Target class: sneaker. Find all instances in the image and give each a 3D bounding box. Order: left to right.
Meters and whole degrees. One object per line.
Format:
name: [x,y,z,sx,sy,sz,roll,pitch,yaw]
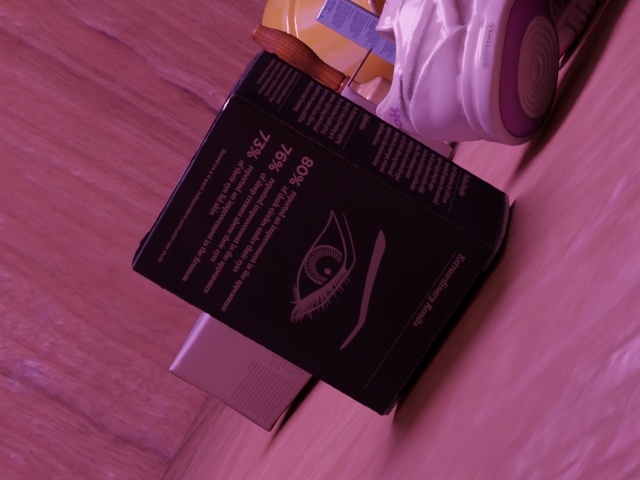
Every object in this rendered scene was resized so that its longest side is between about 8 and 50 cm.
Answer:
sneaker: [0.110,-0.215,1.361,0.152,0.114,0.305,-2,66,37]
sneaker: [0.192,-0.221,1.433,0.170,0.075,0.063,-61,4,-18]

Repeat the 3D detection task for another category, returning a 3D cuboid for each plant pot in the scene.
plant pot: [0.078,-0.310,2.575,0.239,0.254,0.254,-22,35,61]

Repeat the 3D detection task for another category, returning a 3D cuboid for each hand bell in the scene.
hand bell: [0.021,-0.196,2.255,0.126,0.242,0.126,-59,4,7]

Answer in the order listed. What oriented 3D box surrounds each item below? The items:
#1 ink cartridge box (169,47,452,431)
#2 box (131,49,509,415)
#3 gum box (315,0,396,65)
ink cartridge box: [0.000,0.000,1.856,0.272,0.130,0.309,-61,4,-37]
box: [0.002,-0.006,1.245,0.153,0.207,0.108,-57,4,24]
gum box: [0.083,-0.231,2.138,0.041,0.184,0.157,-60,3,7]
